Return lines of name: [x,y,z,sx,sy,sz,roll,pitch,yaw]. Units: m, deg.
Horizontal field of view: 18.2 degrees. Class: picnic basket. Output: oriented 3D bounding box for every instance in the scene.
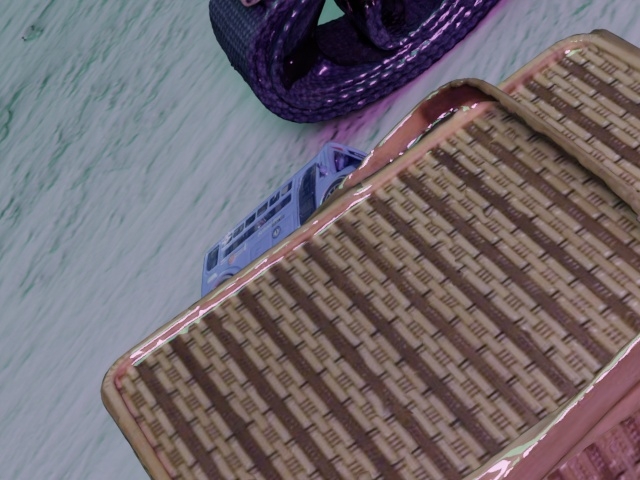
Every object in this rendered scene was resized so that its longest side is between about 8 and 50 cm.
picnic basket: [0.088,0.065,0.886,0.313,0.175,0.228,-35,34,-5]

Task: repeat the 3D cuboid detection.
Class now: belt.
belt: [0.029,-0.190,1.305,0.230,0.139,0.126,-42,34,7]

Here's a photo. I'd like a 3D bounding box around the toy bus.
toy bus: [0.000,0.000,1.148,0.167,0.073,0.076,-39,40,38]
